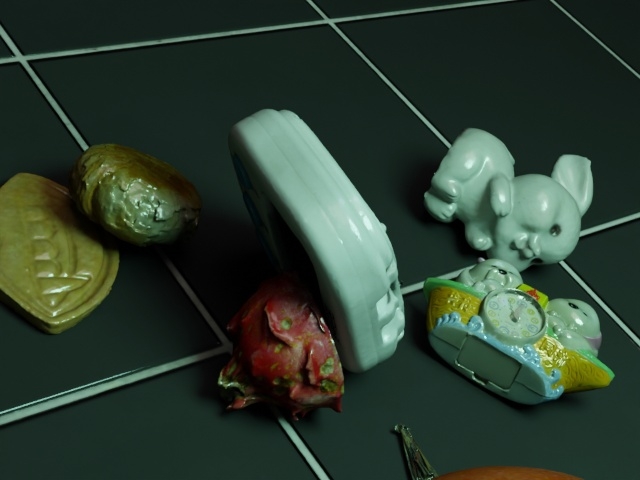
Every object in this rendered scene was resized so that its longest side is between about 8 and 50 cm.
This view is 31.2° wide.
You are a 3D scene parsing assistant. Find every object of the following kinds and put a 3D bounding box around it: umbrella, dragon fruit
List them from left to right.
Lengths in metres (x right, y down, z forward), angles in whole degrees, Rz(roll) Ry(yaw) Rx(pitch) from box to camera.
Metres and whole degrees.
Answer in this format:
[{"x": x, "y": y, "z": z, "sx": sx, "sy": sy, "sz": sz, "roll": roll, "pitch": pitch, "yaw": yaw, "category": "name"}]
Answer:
[{"x": -0.053, "y": 0.109, "z": 1.114, "sx": 0.110, "sy": 0.153, "sz": 0.153, "roll": -21, "pitch": 55, "yaw": -19, "category": "dragon fruit"}, {"x": 0.096, "y": 0.217, "z": 1.144, "sx": 0.031, "sy": 0.020, "sz": 0.083, "roll": -1, "pitch": 40, "yaw": -28, "category": "umbrella"}]

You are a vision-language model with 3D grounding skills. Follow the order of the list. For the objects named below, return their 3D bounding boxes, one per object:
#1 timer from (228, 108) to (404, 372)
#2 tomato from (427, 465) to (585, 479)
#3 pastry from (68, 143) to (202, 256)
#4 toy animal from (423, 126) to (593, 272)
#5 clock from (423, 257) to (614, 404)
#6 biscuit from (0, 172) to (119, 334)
[{"x": -0.001, "y": 0.000, "z": 1.157, "sx": 0.087, "sy": 0.262, "sz": 0.237, "roll": -30, "pitch": 58, "yaw": -11, "category": "timer"}, {"x": 0.148, "y": 0.324, "z": 0.850, "sx": 0.321, "sy": 0.322, "sz": 0.322, "roll": 13, "pitch": 41, "yaw": -12, "category": "tomato"}, {"x": -0.198, "y": -0.049, "z": 1.222, "sx": 0.153, "sy": 0.081, "sz": 0.153, "roll": 34, "pitch": 17, "yaw": -12, "category": "pastry"}, {"x": 0.235, "y": -0.055, "z": 1.430, "sx": 0.193, "sy": 0.127, "sz": 0.178, "roll": 24, "pitch": 38, "yaw": 6, "category": "toy animal"}, {"x": 0.219, "y": 0.097, "z": 1.270, "sx": 0.231, "sy": 0.103, "sz": 0.144, "roll": 31, "pitch": 49, "yaw": 11, "category": "clock"}, {"x": -0.281, "y": 0.008, "z": 1.189, "sx": 0.141, "sy": 0.029, "sz": 0.221, "roll": 3, "pitch": 43, "yaw": -23, "category": "biscuit"}]
